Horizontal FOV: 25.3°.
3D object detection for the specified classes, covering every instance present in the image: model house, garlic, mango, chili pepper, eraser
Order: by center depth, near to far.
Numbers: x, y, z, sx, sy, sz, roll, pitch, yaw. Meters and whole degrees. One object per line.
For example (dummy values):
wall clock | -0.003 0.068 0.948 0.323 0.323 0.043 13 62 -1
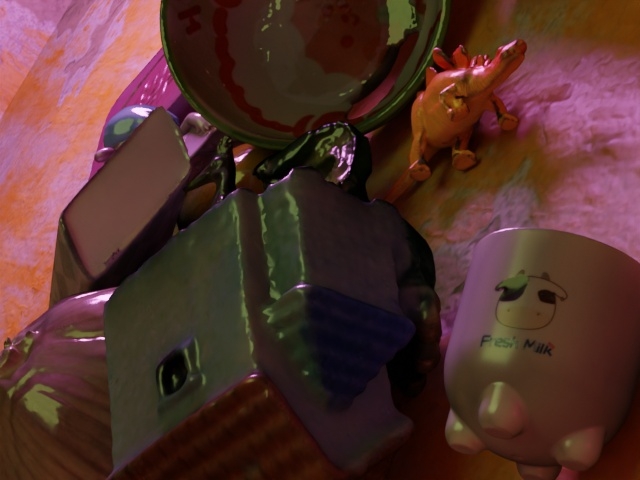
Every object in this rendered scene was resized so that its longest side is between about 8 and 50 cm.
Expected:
model house | -0.032 0.169 1.135 0.295 0.252 0.329 -38 37 34
chili pepper | 0.005 0.006 1.396 0.148 0.116 0.264 -35 33 30
garlic | -0.220 0.179 1.429 0.317 0.259 0.317 -39 35 34
mango | -0.092 -0.040 1.642 0.156 0.114 0.251 -60 13 -11
eraser | -0.244 0.025 1.674 0.213 0.082 0.397 -51 -5 -26

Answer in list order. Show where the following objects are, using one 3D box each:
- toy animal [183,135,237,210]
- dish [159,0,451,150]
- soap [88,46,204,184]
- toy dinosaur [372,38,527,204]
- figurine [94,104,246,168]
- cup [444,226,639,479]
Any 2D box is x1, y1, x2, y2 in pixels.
toy animal | -0.088 -0.011 1.501 0.070 0.105 0.202 50 -152 -81
dish | -0.007 -0.241 1.587 0.324 0.324 0.124 -59 -17 -4
soap | -0.161 -0.193 1.940 0.359 0.128 0.233 -42 27 33
toy dinosaur | 0.119 -0.122 1.377 0.288 0.070 0.117 132 147 -53
figurine | -0.140 -0.135 1.766 0.260 0.103 0.205 -15 -4 10
cup | 0.172 0.090 0.980 0.134 0.173 0.142 99 -171 -65
